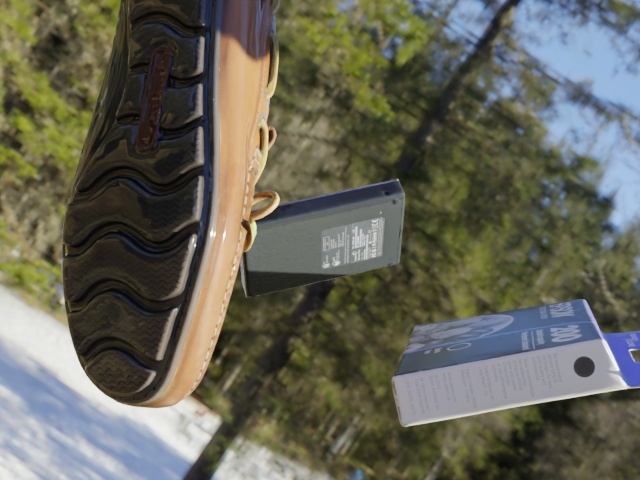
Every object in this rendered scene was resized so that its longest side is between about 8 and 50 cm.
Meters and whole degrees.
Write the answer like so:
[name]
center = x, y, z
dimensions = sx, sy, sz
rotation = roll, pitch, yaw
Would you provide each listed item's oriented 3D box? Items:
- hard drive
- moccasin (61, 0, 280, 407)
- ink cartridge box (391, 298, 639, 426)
[hard drive]
center = 0.000, 0.000, 0.925
dimensions = 0.094, 0.135, 0.022
rotation = 90, -16, -52
[moccasin]
center = -0.097, -0.067, 0.823
dimensions = 0.139, 0.380, 0.147
rotation = -6, -18, 25
[ink cartridge box]
center = 0.168, 0.086, 0.878
dimensions = 0.208, 0.045, 0.206
rotation = -9, 4, 10
